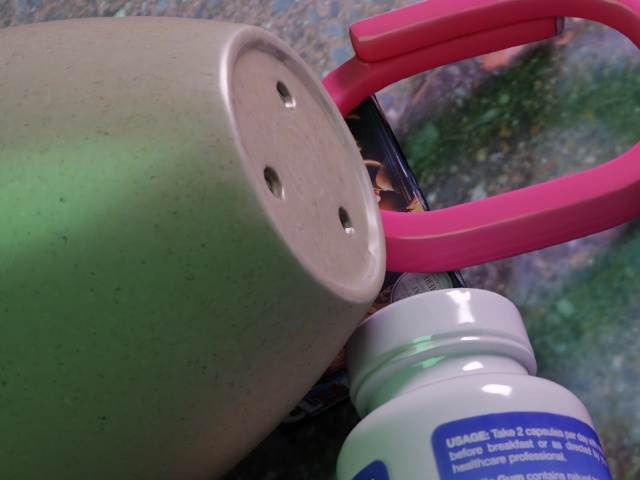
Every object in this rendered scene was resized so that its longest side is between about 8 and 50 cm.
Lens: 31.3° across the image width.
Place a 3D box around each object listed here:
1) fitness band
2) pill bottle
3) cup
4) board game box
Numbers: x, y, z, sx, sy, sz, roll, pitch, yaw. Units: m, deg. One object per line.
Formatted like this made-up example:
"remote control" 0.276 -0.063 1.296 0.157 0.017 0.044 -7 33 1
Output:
"fitness band" 0.116 -0.083 0.792 0.291 0.054 0.209 -16 56 5
"pill bottle" 0.092 0.168 0.624 0.152 0.152 0.272 -23 54 16
"cup" -0.103 0.000 0.673 0.237 0.331 0.331 -24 54 22
"board game box" 0.000 0.000 0.843 0.165 0.042 0.243 -30 52 11
